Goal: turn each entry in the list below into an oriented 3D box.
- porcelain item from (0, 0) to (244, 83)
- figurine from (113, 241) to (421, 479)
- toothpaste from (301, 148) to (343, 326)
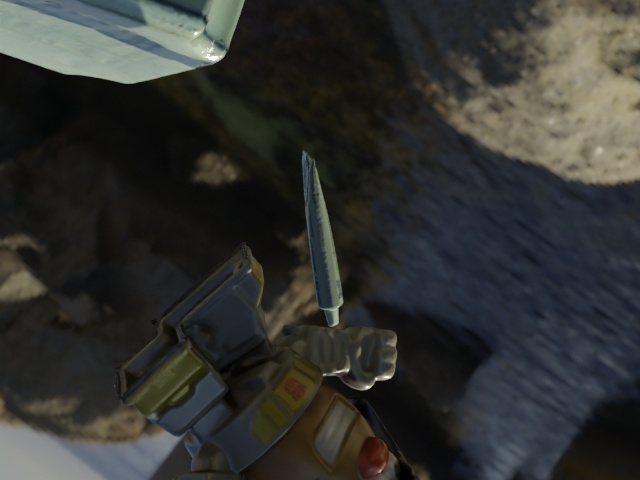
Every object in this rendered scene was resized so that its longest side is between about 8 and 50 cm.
[{"bbox_3d":[-0.212,-0.241,1.176,0.286,0.157,0.281,17,170,-29],"label":"porcelain item"},{"bbox_3d":[-0.028,0.161,1.183,0.308,0.308,0.143,42,156,-20],"label":"figurine"},{"bbox_3d":[0.000,0.000,1.553,0.048,0.029,0.197,-124,24,-67],"label":"toothpaste"}]
